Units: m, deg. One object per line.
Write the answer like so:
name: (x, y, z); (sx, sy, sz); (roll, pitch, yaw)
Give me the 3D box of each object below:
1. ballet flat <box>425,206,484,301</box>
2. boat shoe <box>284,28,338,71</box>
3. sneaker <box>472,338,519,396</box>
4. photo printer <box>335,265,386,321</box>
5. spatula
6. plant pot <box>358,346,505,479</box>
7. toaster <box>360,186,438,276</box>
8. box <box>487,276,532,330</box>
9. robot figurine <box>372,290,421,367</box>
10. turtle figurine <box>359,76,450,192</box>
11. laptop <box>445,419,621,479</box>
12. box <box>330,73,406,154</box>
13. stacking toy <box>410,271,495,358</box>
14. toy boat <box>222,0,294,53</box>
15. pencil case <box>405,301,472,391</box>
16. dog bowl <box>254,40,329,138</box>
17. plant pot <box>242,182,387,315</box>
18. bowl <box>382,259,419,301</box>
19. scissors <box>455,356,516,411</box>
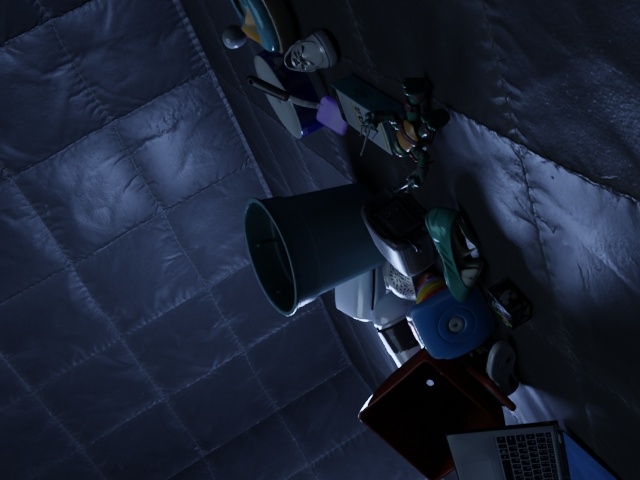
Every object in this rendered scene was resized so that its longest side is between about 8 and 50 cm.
ballet flat: (0.302, 0.036, 1.682); (0.087, 0.083, 0.247); (-1, 125, 41)
boat shoe: (-0.029, -0.447, 1.906); (0.095, 0.084, 0.258); (62, 171, -10)
sneaker: (0.407, 0.282, 1.881); (0.121, 0.079, 0.217); (47, 167, 42)
photo printer: (0.128, 0.122, 2.503); (0.307, 0.107, 0.256); (-163, 74, -77)
spatula: (-0.060, -0.364, 2.026); (0.296, 0.030, 0.084); (23, 125, 4)
plant pot: (0.302, 0.401, 2.013); (0.267, 0.267, 0.236); (42, -150, -3)
toaster: (0.203, -0.014, 1.913); (0.227, 0.129, 0.146); (49, 170, 40)
box: (0.388, 0.131, 1.606); (0.083, 0.052, 0.062); (54, 170, 36)
robot figurine: (0.271, 0.274, 2.310); (0.278, 0.209, 0.173); (59, -169, -1)
turtle figurine: (0.169, -0.206, 1.525); (0.175, 0.118, 0.234); (43, 152, 8)
laptop: (0.528, 0.633, 1.824); (0.236, 0.408, 0.382); (-81, -23, -50)
box: (0.112, -0.284, 1.743); (0.244, 0.060, 0.100); (47, 164, 53)
stacking toy: (0.294, 0.149, 1.933); (0.165, 0.175, 0.302); (61, -178, -19)
toy boat: (-0.185, -0.594, 2.078); (0.267, 0.148, 0.318); (60, 170, -3)
pencil case: (0.339, 0.280, 2.145); (0.124, 0.113, 0.273); (-16, 109, 34)
dog bowl: (-0.076, -0.421, 2.177); (0.265, 0.104, 0.265); (57, 170, 15)
plant pot: (0.000, 0.000, 2.213); (0.341, 0.334, 0.341); (48, 147, 45)
bowl: (0.212, 0.088, 2.096); (0.170, 0.080, 0.170); (-10, -90, -78)
scissors: (0.353, 0.300, 1.881); (0.297, 0.021, 0.109); (45, 175, 5)
